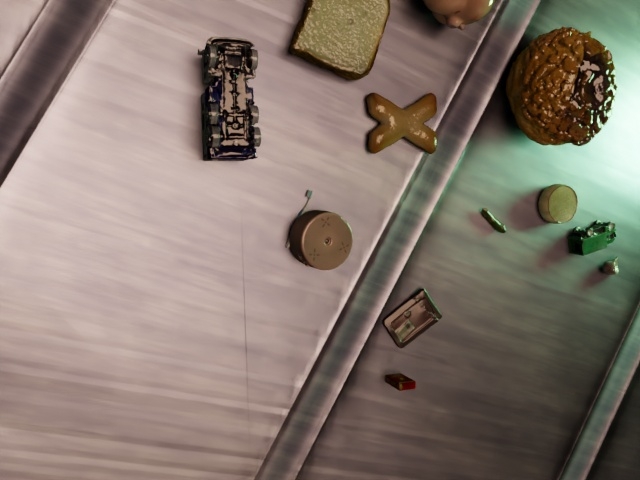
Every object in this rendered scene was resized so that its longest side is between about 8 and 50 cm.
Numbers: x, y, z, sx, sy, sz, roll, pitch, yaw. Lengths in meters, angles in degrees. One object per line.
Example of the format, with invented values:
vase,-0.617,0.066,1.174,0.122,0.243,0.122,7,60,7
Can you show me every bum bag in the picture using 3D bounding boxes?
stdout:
bum bag,0.256,0.219,1.754,0.159,0.026,0.109,-36,106,-10

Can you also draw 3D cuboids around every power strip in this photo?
power strip,0.000,0.000,1.594,0.154,0.078,0.154,-5,101,-27

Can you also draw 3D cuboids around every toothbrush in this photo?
toothbrush,-0.054,-0.054,1.609,0.017,0.014,0.162,24,86,-36

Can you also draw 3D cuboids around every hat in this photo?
hat,0.929,0.083,2.005,0.087,0.042,0.058,-31,117,-51

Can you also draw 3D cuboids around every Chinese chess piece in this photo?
Chinese chess piece,0.718,-0.111,1.894,0.122,0.051,0.122,-3,98,-21

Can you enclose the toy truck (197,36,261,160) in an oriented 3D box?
toy truck,-0.218,-0.319,1.447,0.124,0.155,0.268,-2,93,-22

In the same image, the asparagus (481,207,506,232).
asparagus,0.503,-0.061,1.826,0.108,0.021,0.025,42,75,-19

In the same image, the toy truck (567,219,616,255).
toy truck,0.847,-0.012,1.945,0.147,0.065,0.079,-18,103,-19

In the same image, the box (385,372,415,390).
box,0.219,0.388,1.719,0.051,0.082,0.023,-2,96,-22

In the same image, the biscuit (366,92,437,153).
biscuit,0.222,-0.313,1.678,0.207,0.047,0.164,-4,97,-22

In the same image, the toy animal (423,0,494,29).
toy animal,0.393,-0.707,1.612,0.269,0.237,0.327,10,98,-30

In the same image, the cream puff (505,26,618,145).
cream puff,0.699,-0.433,1.762,0.343,0.231,0.327,-34,103,-16

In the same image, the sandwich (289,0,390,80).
sandwich,0.052,-0.550,1.567,0.226,0.087,0.251,17,91,-21
